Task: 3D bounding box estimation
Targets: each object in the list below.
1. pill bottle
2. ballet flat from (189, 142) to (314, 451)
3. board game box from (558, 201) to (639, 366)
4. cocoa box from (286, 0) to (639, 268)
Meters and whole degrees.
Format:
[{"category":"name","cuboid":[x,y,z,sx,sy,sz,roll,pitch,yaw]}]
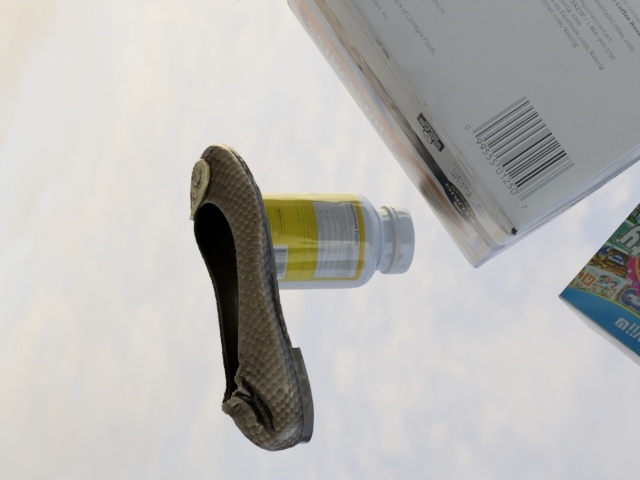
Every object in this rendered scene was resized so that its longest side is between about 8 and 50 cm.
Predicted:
[{"category":"pill bottle","cuboid":[0.000,0.000,1.481,0.103,0.184,0.103,180,-90,-72]},{"category":"ballet flat","cuboid":[-0.061,0.036,0.998,0.084,0.058,0.249,109,-31,-55]},{"category":"board game box","cuboid":[0.450,0.022,1.566,0.303,0.097,0.224,-49,-136,0]},{"category":"cocoa box","cuboid":[0.154,-0.185,1.334,0.231,0.347,0.228,-34,174,-8]}]
